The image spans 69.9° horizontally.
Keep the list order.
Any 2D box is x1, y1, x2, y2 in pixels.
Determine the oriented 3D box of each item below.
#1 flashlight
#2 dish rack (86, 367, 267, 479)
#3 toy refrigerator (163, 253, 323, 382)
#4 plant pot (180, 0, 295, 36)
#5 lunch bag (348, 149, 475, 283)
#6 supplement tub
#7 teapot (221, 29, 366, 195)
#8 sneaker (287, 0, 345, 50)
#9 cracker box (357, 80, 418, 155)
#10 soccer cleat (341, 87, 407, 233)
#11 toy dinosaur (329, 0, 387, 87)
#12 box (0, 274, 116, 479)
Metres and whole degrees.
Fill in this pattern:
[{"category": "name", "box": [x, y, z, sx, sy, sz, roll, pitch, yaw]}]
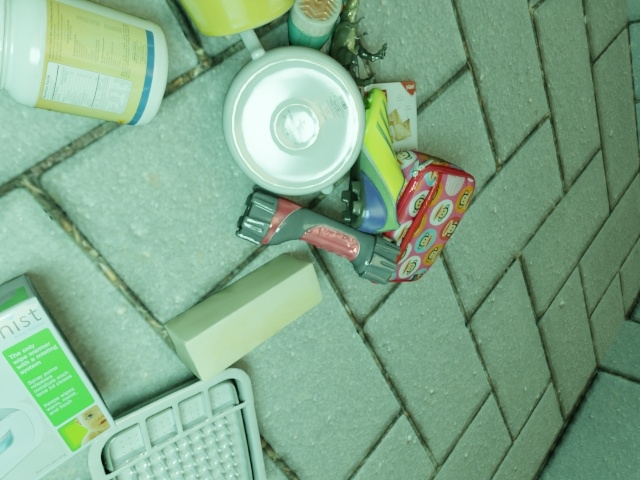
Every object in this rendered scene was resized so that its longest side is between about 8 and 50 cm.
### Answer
[{"category": "flashlight", "box": [0.000, 0.000, 0.852, 0.303, 0.103, 0.103, 23, 111, -15]}, {"category": "dish rack", "box": [-0.245, 0.406, 0.825, 0.285, 0.072, 0.333, -19, 110, -36]}, {"category": "toy refrigerator", "box": [-0.132, 0.134, 0.841, 0.269, 0.102, 0.094, -31, 117, -31]}, {"category": "plant pot", "box": [-0.142, -0.437, 0.638, 0.254, 0.253, 0.239, -42, 137, -25]}, {"category": "lunch bag", "box": [0.184, -0.048, 0.999, 0.258, 0.120, 0.293, 3, 120, -42]}, {"category": "supplement tub", "box": [-0.315, -0.235, 0.589, 0.199, 0.144, 0.145, 2, 98, -39]}, {"category": "teapot", "box": [-0.051, -0.212, 0.790, 0.252, 0.187, 0.256, 14, 110, -14]}, {"category": "sneaker", "box": [-0.001, -0.458, 0.834, 0.108, 0.121, 0.303, 23, 65, -11]}, {"category": "cracker box", "box": [0.140, -0.225, 1.008, 0.155, 0.067, 0.233, -18, 109, -34]}, {"category": "soccer cleat", "box": [0.109, -0.150, 0.873, 0.121, 0.093, 0.290, 11, 72, -18]}, {"category": "toy dinosaur", "box": [0.061, -0.358, 0.904, 0.064, 0.118, 0.269, 21, 87, -83]}, {"category": "box", "box": [-0.449, 0.212, 0.588, 0.261, 0.126, 0.231, -30, 119, -29]}]
